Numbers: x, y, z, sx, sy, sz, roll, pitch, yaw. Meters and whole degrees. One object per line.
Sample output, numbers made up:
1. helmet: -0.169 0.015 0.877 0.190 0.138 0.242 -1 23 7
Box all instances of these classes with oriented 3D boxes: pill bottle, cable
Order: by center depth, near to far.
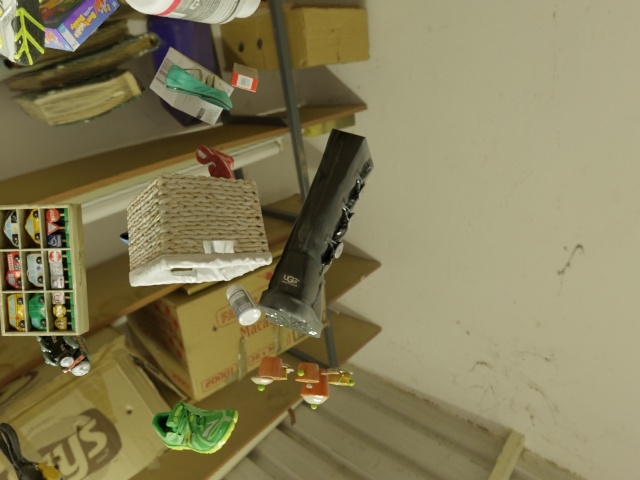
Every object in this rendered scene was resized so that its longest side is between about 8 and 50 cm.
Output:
1. pill bottle: -0.279 -0.593 0.995 0.177 0.176 0.319 7 -159 29
2. cable: -0.881 0.675 1.321 0.287 0.139 0.072 43 -161 11
3. pill bottle: -0.265 0.214 1.489 0.078 0.078 0.137 -21 -134 -23

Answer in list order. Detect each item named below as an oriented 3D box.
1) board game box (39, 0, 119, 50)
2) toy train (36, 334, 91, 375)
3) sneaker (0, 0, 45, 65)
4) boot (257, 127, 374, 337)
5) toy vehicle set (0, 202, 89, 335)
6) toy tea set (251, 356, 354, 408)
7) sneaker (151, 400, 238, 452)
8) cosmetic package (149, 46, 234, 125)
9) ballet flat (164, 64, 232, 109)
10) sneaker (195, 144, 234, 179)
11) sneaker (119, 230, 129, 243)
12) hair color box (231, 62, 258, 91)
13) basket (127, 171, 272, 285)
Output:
1. board game box: -0.863 -0.742 1.430 0.347 0.078 0.233 19 -114 25
2. toy train: -1.095 0.449 1.892 0.142 0.190 0.334 -45 -134 -16
3. sneaker: -0.822 -0.671 1.149 0.147 0.384 0.145 23 -156 0
4. boot: 0.000 -0.001 1.094 0.146 0.367 0.444 18 -108 4
5. toy vehicle set: -0.568 0.059 0.894 0.166 0.266 0.035 -2 -177 4
6. toy tea set: -0.069 0.446 1.353 0.336 0.124 0.200 17 155 -27
7. sneaker: -0.353 0.507 1.199 0.296 0.123 0.109 -20 -148 28
8. cosmetic package: -0.421 -0.503 1.447 0.151 0.151 0.184 40 -165 29
9. ballet flat: -0.343 -0.454 1.292 0.083 0.087 0.247 22 -169 30
10. sneaker: -0.334 -0.264 1.548 0.128 0.087 0.221 -3 -137 -49
11. sneaker: -0.769 -0.022 1.907 0.210 0.069 0.082 -8 166 12
12. hair color box: -0.288 -0.620 1.666 0.093 0.053 0.167 11 -148 -16
13. basket: -0.376 -0.018 1.320 0.329 0.266 0.331 0 166 -39
